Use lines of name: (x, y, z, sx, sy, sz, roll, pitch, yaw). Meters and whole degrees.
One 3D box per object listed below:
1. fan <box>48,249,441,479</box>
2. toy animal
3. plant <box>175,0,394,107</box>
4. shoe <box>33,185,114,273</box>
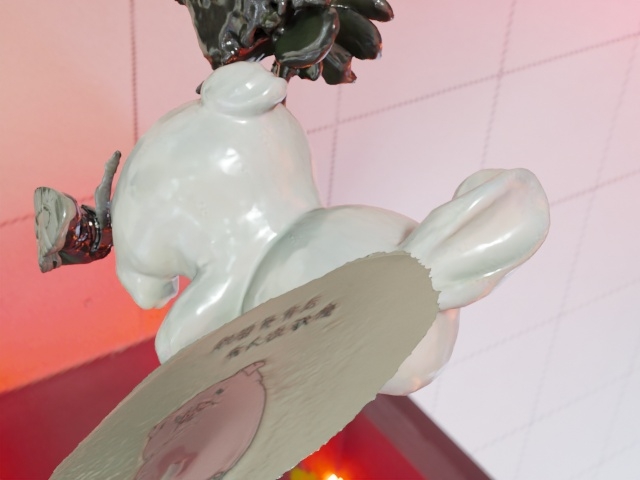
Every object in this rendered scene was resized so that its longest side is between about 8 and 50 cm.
fan: (-0.053, 0.086, 0.345, 0.182, 0.310, 0.010, -27, 106, 26)
toy animal: (-0.001, 0.006, 0.830, 0.183, 0.310, 0.247, 9, 110, -60)
plant: (-0.044, -0.279, 1.218, 0.188, 0.276, 0.199, -20, 163, -41)
shoe: (-0.250, -0.012, 1.183, 0.099, 0.071, 0.169, -4, 165, -18)
